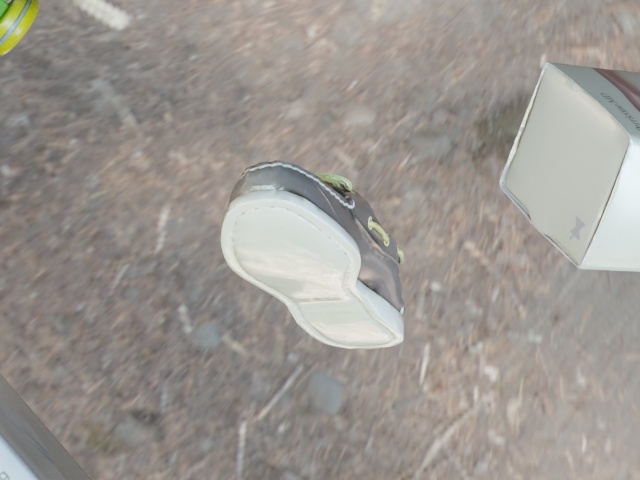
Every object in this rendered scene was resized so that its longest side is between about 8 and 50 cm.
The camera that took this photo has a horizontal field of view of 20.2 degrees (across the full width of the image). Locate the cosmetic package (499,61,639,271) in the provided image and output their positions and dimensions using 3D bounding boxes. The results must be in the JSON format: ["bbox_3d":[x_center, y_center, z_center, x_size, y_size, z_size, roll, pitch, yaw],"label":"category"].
[{"bbox_3d":[0.328,-0.057,1.551,0.296,0.153,0.129,2,120,-29],"label":"cosmetic package"}]

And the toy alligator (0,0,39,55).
[{"bbox_3d":[-0.141,-0.093,0.702,0.056,0.051,0.189,37,81,-24],"label":"toy alligator"}]

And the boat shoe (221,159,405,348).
[{"bbox_3d":[0.000,0.000,1.567,0.117,0.324,0.096,-3,66,20],"label":"boat shoe"}]

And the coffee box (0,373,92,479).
[{"bbox_3d":[-0.174,0.181,0.525,0.297,0.119,0.168,-40,94,-5],"label":"coffee box"}]
